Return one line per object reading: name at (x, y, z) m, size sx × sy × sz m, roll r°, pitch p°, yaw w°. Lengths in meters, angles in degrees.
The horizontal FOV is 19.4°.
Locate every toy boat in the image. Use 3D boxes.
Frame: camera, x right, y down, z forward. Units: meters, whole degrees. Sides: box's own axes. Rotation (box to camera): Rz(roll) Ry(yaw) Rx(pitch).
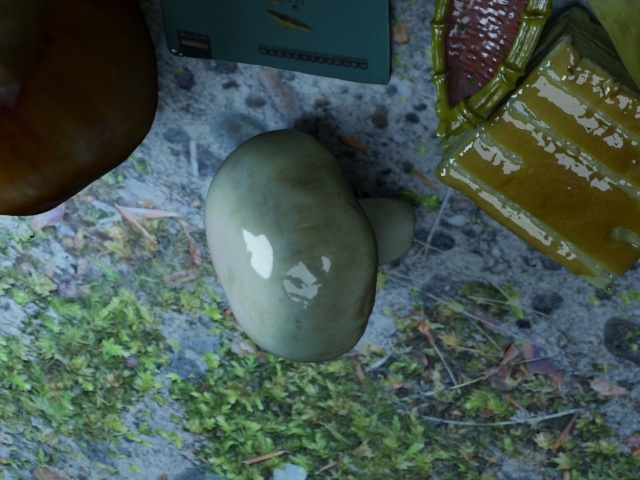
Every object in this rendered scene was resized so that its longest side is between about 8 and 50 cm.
toy boat at (0.176, -0.255, 1.915) m, size 0.141 × 0.099 × 0.318 m, roll 33°, pitch 126°, yaw 35°

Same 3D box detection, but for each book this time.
book at (-0.054, -0.313, 1.945) m, size 0.264 × 0.031 × 0.379 m, roll 10°, pitch 143°, yaw 11°

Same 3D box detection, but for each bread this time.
bread at (0.287, -0.095, 2.001) m, size 0.246 × 0.111 × 0.239 m, roll 36°, pitch 128°, yaw -9°

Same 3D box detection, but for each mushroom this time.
mushroom at (0.000, 0.000, 2.107) m, size 0.234 × 0.254 × 0.260 m, roll -16°, pitch 108°, yaw -20°

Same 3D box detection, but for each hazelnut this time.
hazelnut at (-0.362, -0.182, 2.037) m, size 0.365 × 0.366 × 0.366 m, roll 9°, pitch 127°, yaw 12°

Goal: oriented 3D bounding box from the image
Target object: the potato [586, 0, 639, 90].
potato at (0.400, -0.199, 1.827) m, size 0.229 × 0.229 × 0.266 m, roll -26°, pitch 111°, yaw 31°
